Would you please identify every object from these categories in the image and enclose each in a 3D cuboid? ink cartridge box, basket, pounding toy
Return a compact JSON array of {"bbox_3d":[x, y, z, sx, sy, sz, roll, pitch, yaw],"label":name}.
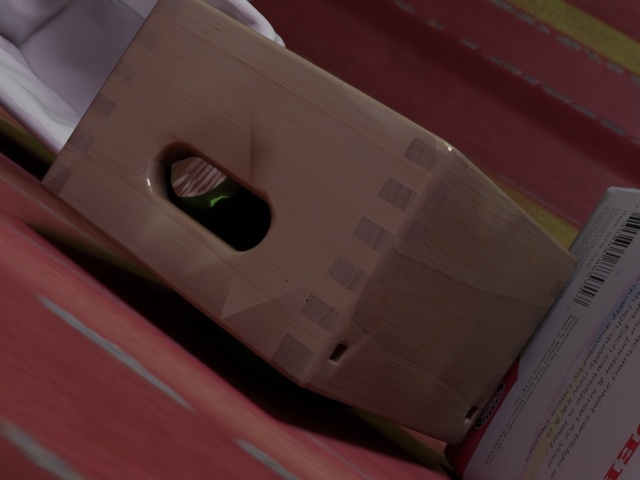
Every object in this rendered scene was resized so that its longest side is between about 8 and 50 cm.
[{"bbox_3d":[0.137,0.070,0.413,0.127,0.128,0.176,33,2,-6],"label":"ink cartridge box"},{"bbox_3d":[-0.105,-0.092,0.635,0.167,0.113,0.103,42,-7,18],"label":"basket"},{"bbox_3d":[-0.004,-0.003,0.488,0.181,0.094,0.206,34,1,32],"label":"pounding toy"}]
